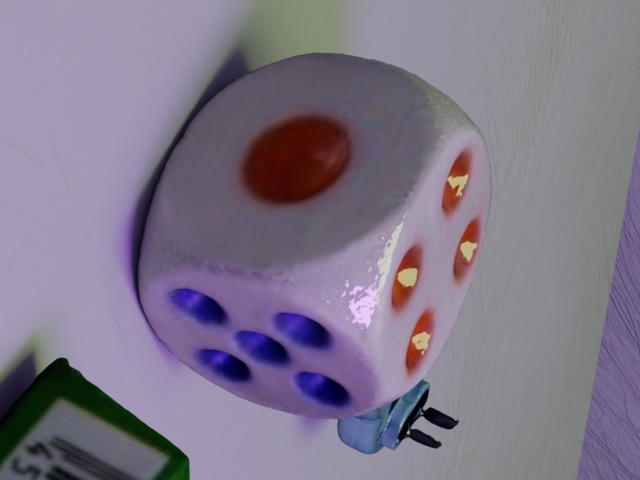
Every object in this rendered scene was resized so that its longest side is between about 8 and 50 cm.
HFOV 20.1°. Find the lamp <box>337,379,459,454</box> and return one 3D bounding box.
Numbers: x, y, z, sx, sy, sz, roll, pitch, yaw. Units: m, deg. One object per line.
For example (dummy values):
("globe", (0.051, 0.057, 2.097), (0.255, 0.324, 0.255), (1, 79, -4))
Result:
("lamp", (0.072, 0.119, 2.036), (0.209, 0.147, 0.284), (-48, 139, -43))

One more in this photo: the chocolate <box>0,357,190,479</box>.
("chocolate", (-0.236, 0.337, 1.434), (0.360, 0.161, 0.341), (-53, 154, -41))

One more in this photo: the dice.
("dice", (0.000, 0.000, 1.657), (0.251, 0.243, 0.259), (75, 35, -54))
